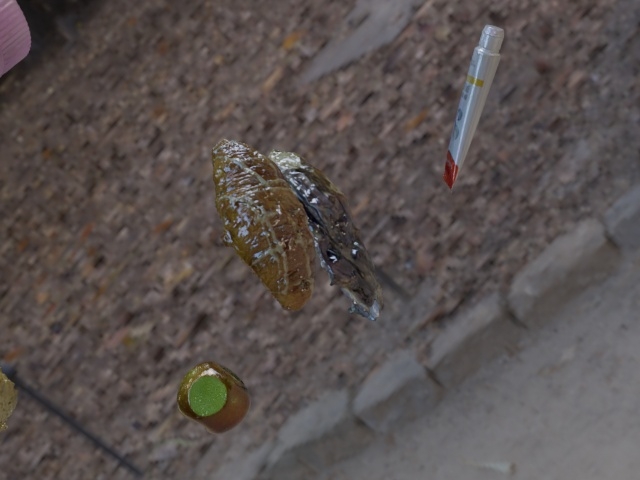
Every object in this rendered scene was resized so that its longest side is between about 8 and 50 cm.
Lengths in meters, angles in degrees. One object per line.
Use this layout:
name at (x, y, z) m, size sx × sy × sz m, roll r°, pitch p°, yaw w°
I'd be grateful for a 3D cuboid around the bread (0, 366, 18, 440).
bread at (-0.458, 0.148, 1.483) m, size 0.245 × 0.174 × 0.121 m, roll 40°, pitch 85°, yaw 27°

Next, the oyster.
oyster at (0.010, -0.005, 1.838) m, size 0.100 × 0.271 × 0.275 m, roll -28°, pitch 12°, yaw -10°

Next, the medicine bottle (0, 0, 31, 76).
medicine bottle at (-0.536, -0.227, 1.673) m, size 0.290 × 0.178 × 0.178 m, roll -46°, pitch 15°, yaw -31°

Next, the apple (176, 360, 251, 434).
apple at (-0.166, 0.246, 1.994) m, size 0.102 × 0.114 × 0.099 m, roll -52°, pitch -9°, yaw -1°

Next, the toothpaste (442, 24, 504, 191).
toothpaste at (0.169, -0.149, 1.457) m, size 0.048 × 0.031 × 0.190 m, roll -111°, pitch 34°, yaw -66°

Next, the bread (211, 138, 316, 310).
bread at (-0.065, -0.031, 1.487) m, size 0.076 × 0.105 × 0.233 m, roll -48°, pitch 60°, yaw 42°
